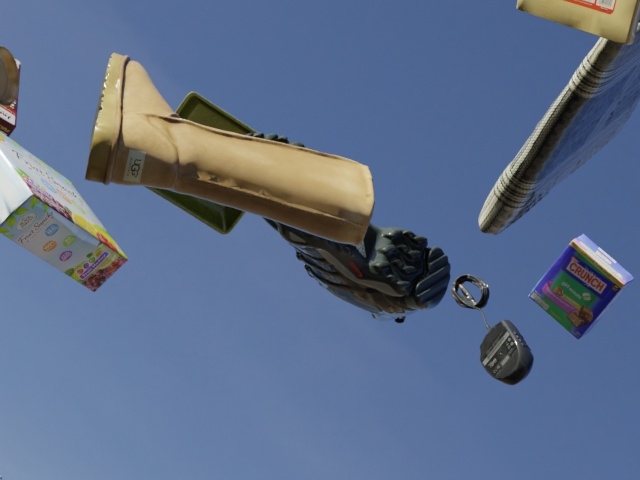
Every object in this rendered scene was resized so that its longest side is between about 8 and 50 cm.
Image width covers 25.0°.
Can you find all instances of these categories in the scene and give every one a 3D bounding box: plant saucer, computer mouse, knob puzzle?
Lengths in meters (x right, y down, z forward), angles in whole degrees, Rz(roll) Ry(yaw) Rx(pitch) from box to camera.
[{"bbox_3d":[-0.444,-0.226,1.993,0.015,0.083,0.083,-3,-49,20],"label":"plant saucer"},{"bbox_3d":[0.250,0.127,2.097,0.041,0.071,0.242,24,25,-31],"label":"computer mouse"},{"bbox_3d":[0.265,-0.296,1.359,0.213,0.030,0.213,-5,-96,60],"label":"knob puzzle"},{"bbox_3d":[-0.175,-0.129,2.301,0.188,0.045,0.188,32,-64,-15],"label":"plant saucer"}]

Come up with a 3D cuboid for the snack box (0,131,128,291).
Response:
[{"bbox_3d":[-0.360,-0.045,1.830,0.174,0.070,0.207,49,3,37],"label":"snack box"}]

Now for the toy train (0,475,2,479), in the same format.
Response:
[{"bbox_3d":[-0.467,0.400,1.937,0.125,0.166,0.046,2,-11,-15],"label":"toy train"}]

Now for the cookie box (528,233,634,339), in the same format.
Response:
[{"bbox_3d":[0.345,0.061,1.912,0.092,0.040,0.107,42,-59,14],"label":"cookie box"}]

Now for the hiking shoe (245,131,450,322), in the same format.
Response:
[{"bbox_3d":[0.000,0.000,1.682,0.304,0.113,0.132,38,-37,-9],"label":"hiking shoe"}]

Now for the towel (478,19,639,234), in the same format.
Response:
[{"bbox_3d":[0.324,-0.177,1.658,0.056,0.324,0.312,41,-48,14],"label":"towel"}]

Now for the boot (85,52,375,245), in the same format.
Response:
[{"bbox_3d":[-0.092,-0.087,1.432,0.269,0.236,0.089,12,-60,-11],"label":"boot"}]

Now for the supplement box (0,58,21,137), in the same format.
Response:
[{"bbox_3d":[-0.540,-0.235,2.238,0.130,0.239,0.073,31,-68,-25],"label":"supplement box"}]
